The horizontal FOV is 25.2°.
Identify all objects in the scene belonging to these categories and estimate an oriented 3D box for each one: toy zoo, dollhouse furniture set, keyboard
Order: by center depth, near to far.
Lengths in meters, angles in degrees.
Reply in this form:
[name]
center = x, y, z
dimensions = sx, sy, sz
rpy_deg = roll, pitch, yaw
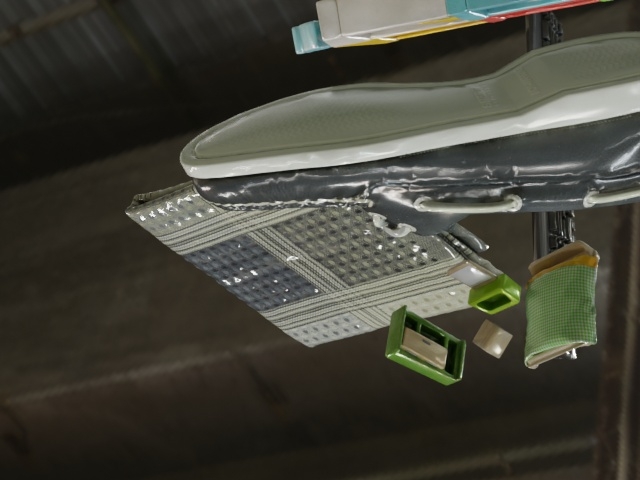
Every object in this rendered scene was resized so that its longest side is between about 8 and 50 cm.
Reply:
[dollhouse furniture set]
center = 0.115, 0.047, 0.957
dimensions = 0.151, 0.058, 0.076
rpy_deg = -31, -141, 46
[toy zoo]
center = 0.119, -0.177, 1.044
dimensions = 0.293, 0.030, 0.192
rpy_deg = -9, -175, 17
[keyboard]
center = 0.217, -0.048, 1.306
dimensions = 0.033, 0.201, 0.317
rpy_deg = -3, -102, 16

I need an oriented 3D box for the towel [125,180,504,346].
[towel]
center = 0.000, 0.000, 1.529
dimensions = 0.324, 0.312, 0.056
rpy_deg = -16, -134, 43

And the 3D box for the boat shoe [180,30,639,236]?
[boat shoe]
center = 0.072, -0.045, 0.834
dimensions = 0.302, 0.091, 0.114
rpy_deg = -8, -154, 9
